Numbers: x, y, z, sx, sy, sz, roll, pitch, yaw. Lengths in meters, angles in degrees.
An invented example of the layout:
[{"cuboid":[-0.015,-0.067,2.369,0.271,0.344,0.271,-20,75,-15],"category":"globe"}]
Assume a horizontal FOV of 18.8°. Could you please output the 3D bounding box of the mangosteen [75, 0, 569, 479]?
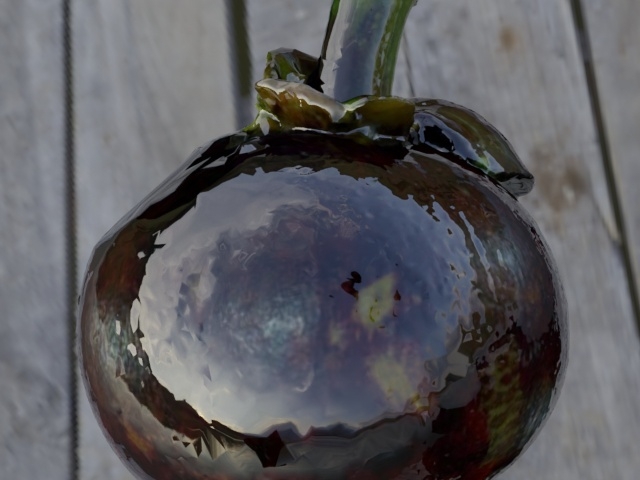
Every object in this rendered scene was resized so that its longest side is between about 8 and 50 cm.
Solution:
[{"cuboid":[0.000,0.000,0.916,0.231,0.231,0.289,-3,89,13],"category":"mangosteen"}]
